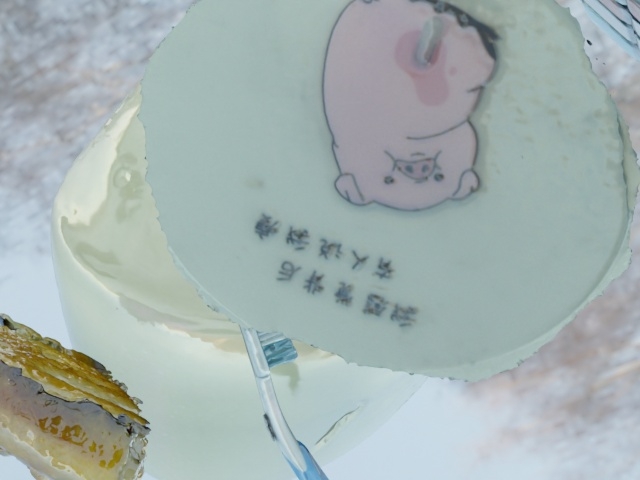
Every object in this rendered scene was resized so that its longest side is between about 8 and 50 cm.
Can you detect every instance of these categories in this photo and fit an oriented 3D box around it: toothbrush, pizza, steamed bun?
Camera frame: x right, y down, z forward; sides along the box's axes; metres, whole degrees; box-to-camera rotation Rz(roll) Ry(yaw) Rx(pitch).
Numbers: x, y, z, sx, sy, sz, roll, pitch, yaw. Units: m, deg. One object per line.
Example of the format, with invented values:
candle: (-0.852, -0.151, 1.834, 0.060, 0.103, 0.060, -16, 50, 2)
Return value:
toothbrush: (-0.008, 0.187, 1.412, 0.040, 0.040, 0.386, -73, -23, -44)
pizza: (-0.232, 0.078, 1.186, 0.251, 0.287, 0.074, 30, -93, -10)
steamed bun: (0.000, 0.000, 1.573, 0.290, 0.371, 0.456, 33, -115, 19)

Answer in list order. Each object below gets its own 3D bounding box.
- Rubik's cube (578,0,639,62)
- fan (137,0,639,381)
Rubik's cube: (0.295, -0.231, 1.242, 0.253, 0.256, 0.259, 44, -175, 16)
fan: (0.042, -0.079, 0.600, 0.182, 0.310, 0.010, 18, -147, 0)
